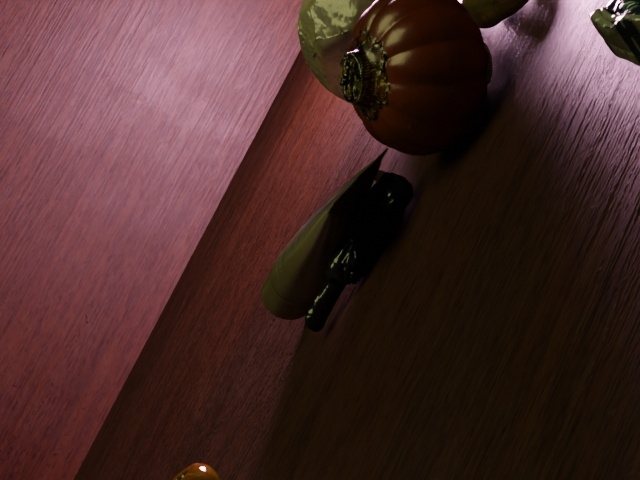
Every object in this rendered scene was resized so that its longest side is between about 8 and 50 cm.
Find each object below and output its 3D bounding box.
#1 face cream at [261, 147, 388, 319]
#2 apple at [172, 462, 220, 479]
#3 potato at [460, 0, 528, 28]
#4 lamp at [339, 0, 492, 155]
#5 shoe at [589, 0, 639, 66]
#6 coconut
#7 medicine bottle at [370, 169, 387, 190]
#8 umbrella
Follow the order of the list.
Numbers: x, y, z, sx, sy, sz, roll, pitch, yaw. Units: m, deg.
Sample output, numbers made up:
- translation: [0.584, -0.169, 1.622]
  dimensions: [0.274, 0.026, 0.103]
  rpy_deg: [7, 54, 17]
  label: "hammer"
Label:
- translation: [0.000, 0.000, 2.065]
  dimensions: [0.137, 0.084, 0.341]
  rpy_deg: [-45, -8, -36]
  label: "face cream"
- translation: [-0.181, 0.364, 2.087]
  dimensions: [0.089, 0.074, 0.089]
  rpy_deg: [-55, 12, 17]
  label: "apple"
- translation: [0.242, -0.340, 1.999]
  dimensions: [0.091, 0.070, 0.138]
  rpy_deg: [-66, 13, -22]
  label: "potato"
- translation: [0.125, -0.221, 1.898]
  dimensions: [0.223, 0.197, 0.223]
  rpy_deg: [31, 125, 59]
  label: "lamp"
- translation: [0.316, -0.211, 1.404]
  dimensions: [0.071, 0.064, 0.143]
  rpy_deg: [-41, 18, 2]
  label: "shoe"
- translation: [0.089, -0.348, 2.259]
  dimensions: [0.245, 0.245, 0.247]
  rpy_deg: [-49, 22, 44]
  label: "coconut"
- translation: [0.070, -0.057, 2.091]
  dimensions: [0.089, 0.052, 0.052]
  rpy_deg: [-51, 14, 37]
  label: "medicine bottle"
- translation: [0.043, 0.014, 2.001]
  dimensions: [0.248, 0.071, 0.071]
  rpy_deg: [-56, 12, 17]
  label: "umbrella"
